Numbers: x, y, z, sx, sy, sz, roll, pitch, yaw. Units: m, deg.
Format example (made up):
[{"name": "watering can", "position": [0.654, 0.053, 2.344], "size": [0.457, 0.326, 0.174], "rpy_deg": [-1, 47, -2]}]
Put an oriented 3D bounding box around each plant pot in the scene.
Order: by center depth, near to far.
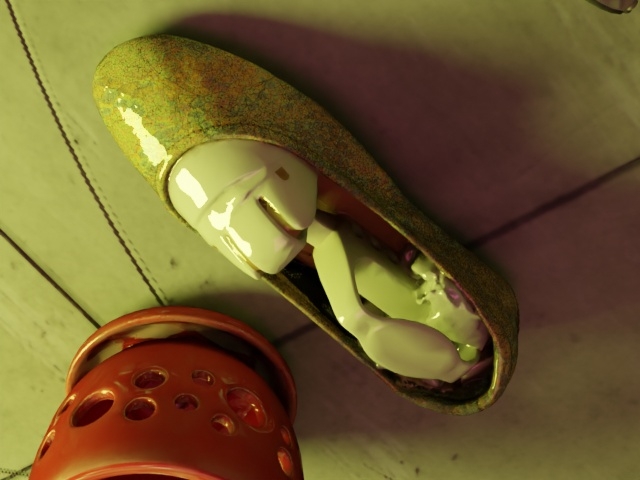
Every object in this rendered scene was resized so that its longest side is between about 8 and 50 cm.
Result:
[{"name": "plant pot", "position": [-0.104, 0.157, 1.102], "size": [0.191, 0.174, 0.191], "rpy_deg": [1, 128, 1]}]

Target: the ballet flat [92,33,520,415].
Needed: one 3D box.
[{"name": "ballet flat", "position": [0.000, 0.000, 1.012], "size": [0.348, 0.123, 0.123], "rpy_deg": [38, 121, -24]}]

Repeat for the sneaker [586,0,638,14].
[{"name": "sneaker", "position": [0.084, -0.242, 0.842], "size": [0.283, 0.110, 0.122], "rpy_deg": [28, 107, -22]}]
